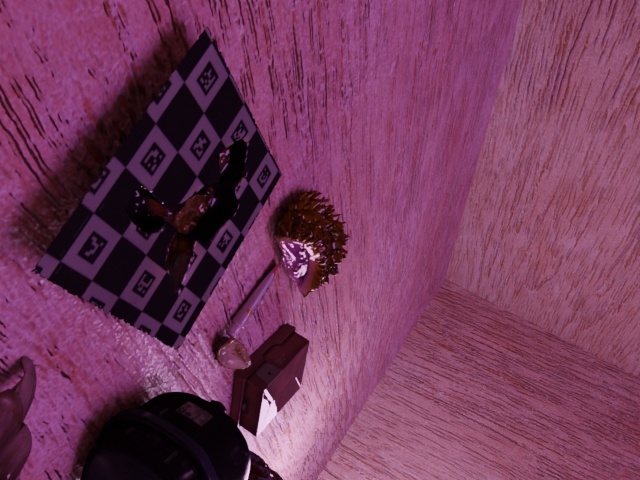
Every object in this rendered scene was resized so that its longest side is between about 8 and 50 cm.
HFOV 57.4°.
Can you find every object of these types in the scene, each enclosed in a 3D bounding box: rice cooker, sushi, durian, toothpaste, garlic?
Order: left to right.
[{"bbox_3d":[-0.382,0.207,0.665,0.131,0.127,0.194,-56,-164,42],"label":"garlic"},{"bbox_3d":[-0.254,0.397,0.999,0.224,0.267,0.267,-21,135,-62],"label":"rice cooker"},{"bbox_3d":[-0.205,-0.052,0.810,0.343,0.064,0.359,-61,159,-15],"label":"sushi"},{"bbox_3d":[-0.187,0.236,1.218,0.052,0.066,0.130,-51,148,-28],"label":"durian"},{"bbox_3d":[-0.138,0.124,1.245,0.190,0.031,0.048,-56,175,-23],"label":"toothpaste"},{"bbox_3d":[-0.001,-0.001,1.299,0.191,0.112,0.341,-52,155,-20],"label":"durian"}]

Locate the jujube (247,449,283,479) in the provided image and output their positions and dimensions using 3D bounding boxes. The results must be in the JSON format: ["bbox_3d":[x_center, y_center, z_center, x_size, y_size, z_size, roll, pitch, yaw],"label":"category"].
[{"bbox_3d":[-0.198,0.666,1.522,0.226,0.226,0.317,-53,160,-23],"label":"jujube"}]

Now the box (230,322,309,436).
[{"bbox_3d":[-0.127,0.357,1.486,0.215,0.086,0.215,-39,150,-45],"label":"box"}]
